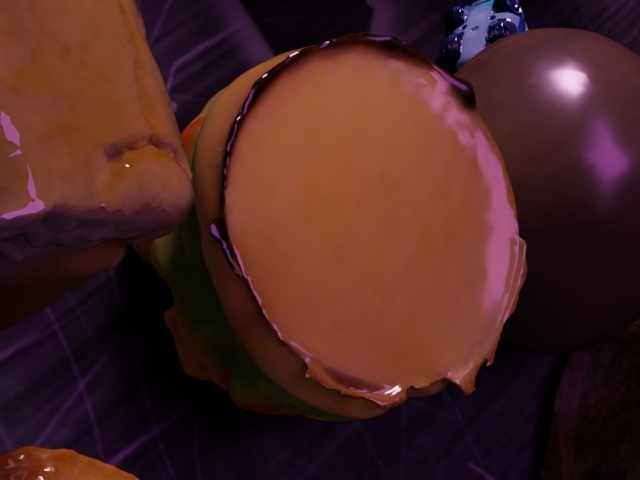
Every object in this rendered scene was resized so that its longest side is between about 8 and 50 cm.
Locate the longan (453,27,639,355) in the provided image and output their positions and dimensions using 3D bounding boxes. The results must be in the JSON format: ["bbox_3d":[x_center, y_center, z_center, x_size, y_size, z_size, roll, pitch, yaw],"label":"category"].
[{"bbox_3d":[0.155,-0.035,1.121,0.197,0.196,0.220,11,79,-39],"label":"longan"}]

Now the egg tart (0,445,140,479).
[{"bbox_3d":[-0.140,0.221,0.811,0.241,0.106,0.241,19,59,-34],"label":"egg tart"}]

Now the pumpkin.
[{"bbox_3d":[0.295,0.113,1.221,0.312,0.148,0.169,-26,95,-49],"label":"pumpkin"}]

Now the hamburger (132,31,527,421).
[{"bbox_3d":[0.000,0.000,0.997,0.237,0.149,0.237,10,72,-32],"label":"hamburger"}]

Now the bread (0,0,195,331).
[{"bbox_3d":[-0.201,-0.114,0.762,0.210,0.300,0.341,-11,77,-46],"label":"bread"}]

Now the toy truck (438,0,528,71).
[{"bbox_3d":[0.134,-0.134,1.239,0.090,0.056,0.073,50,40,-32],"label":"toy truck"}]
